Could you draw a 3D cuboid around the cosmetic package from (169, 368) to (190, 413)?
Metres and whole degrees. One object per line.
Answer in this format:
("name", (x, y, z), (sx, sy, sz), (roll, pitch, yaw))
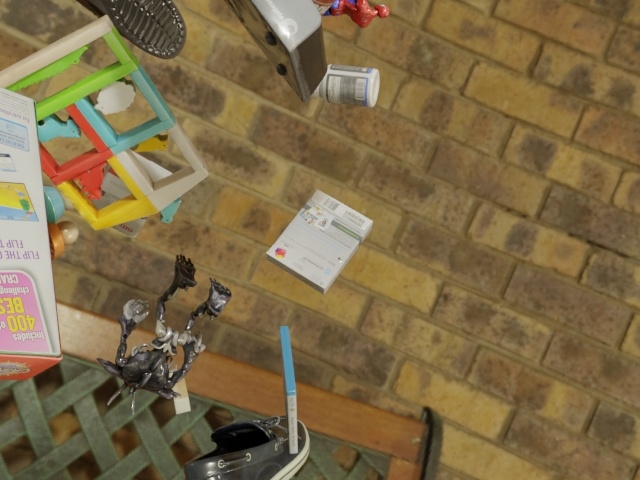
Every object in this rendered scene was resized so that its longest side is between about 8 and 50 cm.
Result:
("cosmetic package", (-0.396, 0.423, 1.800), (0.041, 0.060, 0.115), (-10, 36, -16))

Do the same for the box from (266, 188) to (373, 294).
("box", (0.000, 0.000, 1.330), (0.145, 0.186, 0.038), (30, -24, 15))

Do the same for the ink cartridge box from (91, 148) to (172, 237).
("ink cartridge box", (-0.344, -0.085, 1.153), (0.099, 0.135, 0.056), (31, 32, -16))

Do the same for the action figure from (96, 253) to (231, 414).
("action figure", (-0.271, 0.167, 1.116), (0.164, 0.276, 0.141), (34, 13, -18))

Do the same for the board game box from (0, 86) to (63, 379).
("board game box", (-0.378, -0.033, 0.594), (0.064, 0.317, 0.242), (-29, -27, 27))

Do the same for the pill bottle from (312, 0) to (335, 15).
("pill bottle", (-0.012, -0.497, 1.203), (0.121, 0.121, 0.216), (23, -39, -29))

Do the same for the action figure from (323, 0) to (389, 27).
("action figure", (0.035, -0.585, 1.520), (0.280, 0.139, 0.091), (14, -20, 13))

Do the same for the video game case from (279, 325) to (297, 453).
("video game case", (-0.048, 0.228, 0.972), (0.015, 0.166, 0.119), (-5, 43, -5))

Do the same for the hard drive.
("hard drive", (-0.081, -0.269, 0.635), (0.255, 0.054, 0.172), (53, 0, 6))

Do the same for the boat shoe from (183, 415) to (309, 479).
("boat shoe", (-0.157, 0.476, 1.444), (0.186, 0.156, 0.500), (-19, -3, 18))

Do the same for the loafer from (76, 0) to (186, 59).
("loafer", (-0.455, -0.543, 1.407), (0.366, 0.134, 0.130), (37, -4, -31))

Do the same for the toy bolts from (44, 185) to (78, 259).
("toy bolts", (-0.641, -0.074, 1.451), (0.228, 0.158, 0.218), (-35, -96, 52))

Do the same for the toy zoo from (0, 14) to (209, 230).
("toy zoo", (-0.286, -0.130, 0.874), (0.030, 0.192, 0.293), (-107, 170, -52))

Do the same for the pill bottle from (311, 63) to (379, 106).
("pill bottle", (0.047, -0.319, 1.313), (0.137, 0.078, 0.078), (10, -3, 14))
